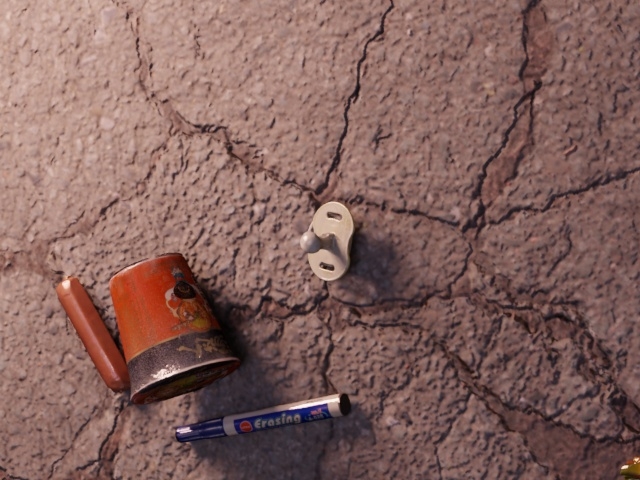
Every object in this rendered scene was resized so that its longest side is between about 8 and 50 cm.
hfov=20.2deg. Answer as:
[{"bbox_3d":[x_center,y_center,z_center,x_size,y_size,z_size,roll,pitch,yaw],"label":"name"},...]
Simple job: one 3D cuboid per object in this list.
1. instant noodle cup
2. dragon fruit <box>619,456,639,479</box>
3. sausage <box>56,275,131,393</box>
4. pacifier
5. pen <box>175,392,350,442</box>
[{"bbox_3d":[-0.164,0.091,1.919,0.127,0.127,0.135,-26,76,22],"label":"instant noodle cup"},{"bbox_3d":[0.349,0.223,1.727,0.116,0.081,0.086,13,108,21],"label":"dragon fruit"},{"bbox_3d":[-0.252,0.103,1.997,0.030,0.035,0.147,-40,77,43],"label":"sausage"},{"bbox_3d":[0.000,0.000,1.870,0.068,0.064,0.083,14,98,39],"label":"pacifier"},{"bbox_3d":[-0.064,0.193,1.926,0.204,0.025,0.025,-13,88,23],"label":"pen"}]
